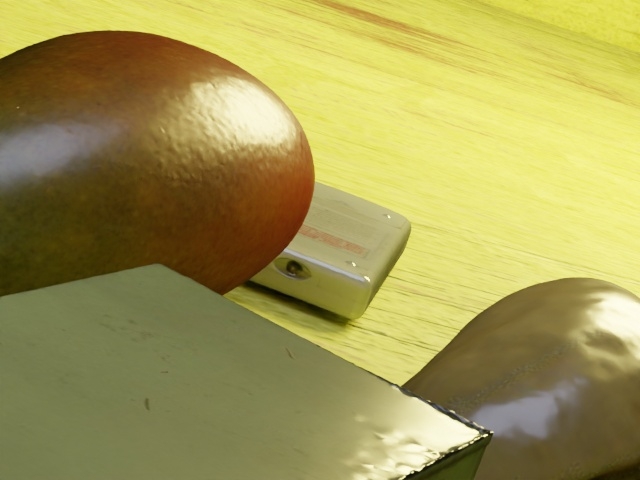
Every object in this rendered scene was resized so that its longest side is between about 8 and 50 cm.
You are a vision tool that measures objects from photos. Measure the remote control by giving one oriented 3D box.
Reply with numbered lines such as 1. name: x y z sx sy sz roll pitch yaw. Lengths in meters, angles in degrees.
1. remote control: 0.000 0.000 1.071 0.087 0.029 0.190 21 14 4

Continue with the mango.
1. mango: -0.101 -0.021 0.831 0.146 0.129 0.289 26 24 16

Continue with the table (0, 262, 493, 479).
1. table: -0.067 0.090 0.471 0.121 0.111 0.240 26 15 21

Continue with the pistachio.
1. pistachio: 0.080 0.084 0.696 0.136 0.136 0.226 26 23 24
